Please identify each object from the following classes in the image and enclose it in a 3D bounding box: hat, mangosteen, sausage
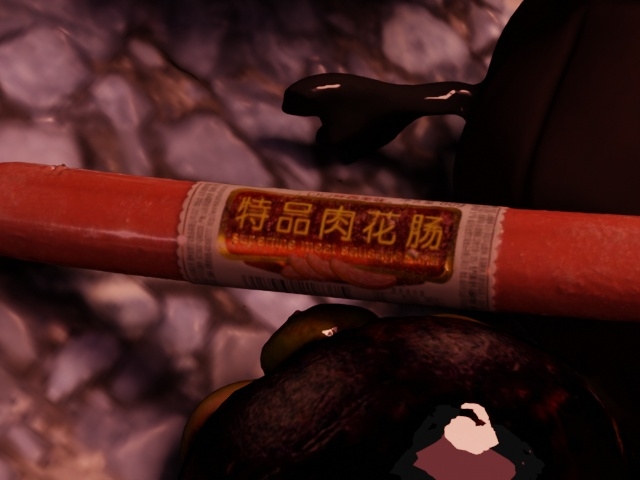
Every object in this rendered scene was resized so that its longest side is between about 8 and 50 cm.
[{"bbox_3d":[0.114,-0.014,0.479,0.209,0.238,0.336,26,58,-22],"label":"hat"},{"bbox_3d":[0.019,0.072,0.425,0.137,0.137,0.151,10,31,-31],"label":"mangosteen"},{"bbox_3d":[0.000,0.000,0.428,0.253,0.034,0.034,5,47,14],"label":"sausage"}]
